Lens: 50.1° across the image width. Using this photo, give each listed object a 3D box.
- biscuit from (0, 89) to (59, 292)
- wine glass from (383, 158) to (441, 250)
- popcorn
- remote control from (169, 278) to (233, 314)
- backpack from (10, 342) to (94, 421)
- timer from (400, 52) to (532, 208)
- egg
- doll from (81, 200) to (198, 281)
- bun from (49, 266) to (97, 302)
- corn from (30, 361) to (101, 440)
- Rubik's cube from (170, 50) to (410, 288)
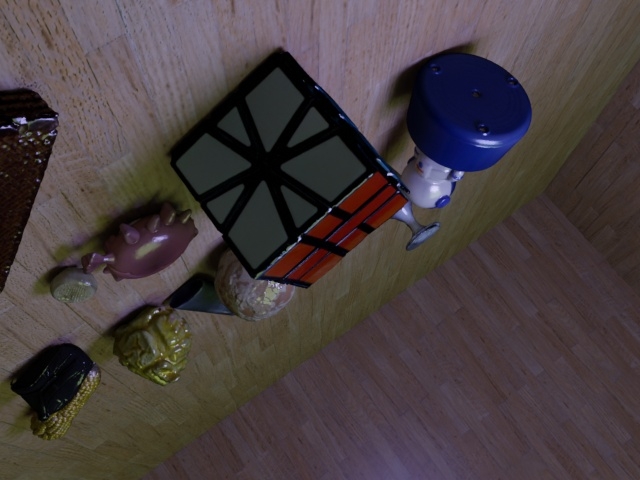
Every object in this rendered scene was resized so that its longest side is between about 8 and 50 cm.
[{"bbox_3d":[-0.460,-0.045,0.931,0.107,0.073,0.388,-20,156,-47],"label":"biscuit"},{"bbox_3d":[0.204,-0.096,1.831,0.126,0.241,0.126,-33,163,-12],"label":"wine glass"},{"bbox_3d":[-0.398,0.244,1.652,0.187,0.167,0.185,1,-135,49],"label":"popcorn"},{"bbox_3d":[-0.280,0.158,1.851,0.107,0.044,0.377,-42,163,6],"label":"remote control"},{"bbox_3d":[-0.583,0.304,1.517,0.165,0.120,0.106,-39,-176,5],"label":"backpack"},{"bbox_3d":[0.298,-0.220,1.631,0.270,0.270,0.384,-28,159,-28],"label":"timer"},{"bbox_3d":[-0.156,0.092,1.669,0.203,0.203,0.245,-25,158,-36],"label":"egg"},{"bbox_3d":[-0.332,0.012,1.295,0.261,0.093,0.211,-22,160,-42],"label":"doll"},{"bbox_3d":[-0.459,0.078,1.273,0.086,0.055,0.086,-11,146,-8],"label":"bun"},{"bbox_3d":[-0.622,0.393,1.682,0.292,0.101,0.101,-46,161,29],"label":"corn"},{"bbox_3d":[-0.044,-0.111,1.233,0.293,0.289,0.283,-38,162,8],"label":"Rubik's cube"}]
